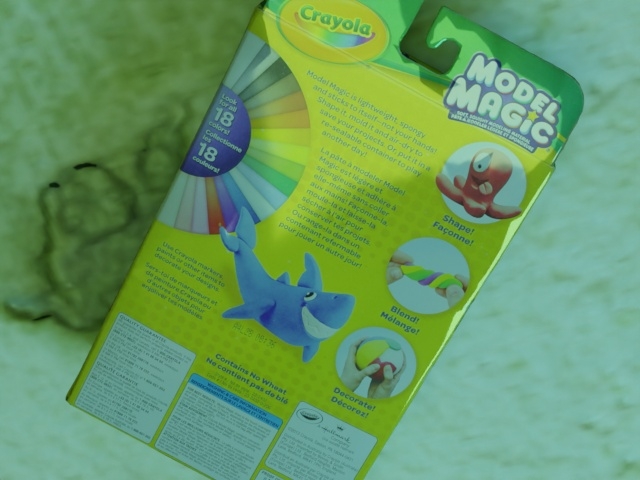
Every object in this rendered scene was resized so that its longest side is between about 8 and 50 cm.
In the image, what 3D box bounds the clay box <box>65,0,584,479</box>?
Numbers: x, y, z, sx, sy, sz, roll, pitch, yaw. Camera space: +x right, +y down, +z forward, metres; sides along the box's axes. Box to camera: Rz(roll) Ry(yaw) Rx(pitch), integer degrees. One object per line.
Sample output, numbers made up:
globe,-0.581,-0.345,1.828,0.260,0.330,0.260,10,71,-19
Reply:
clay box,0.000,0.000,0.536,0.127,0.053,0.222,29,111,-2
